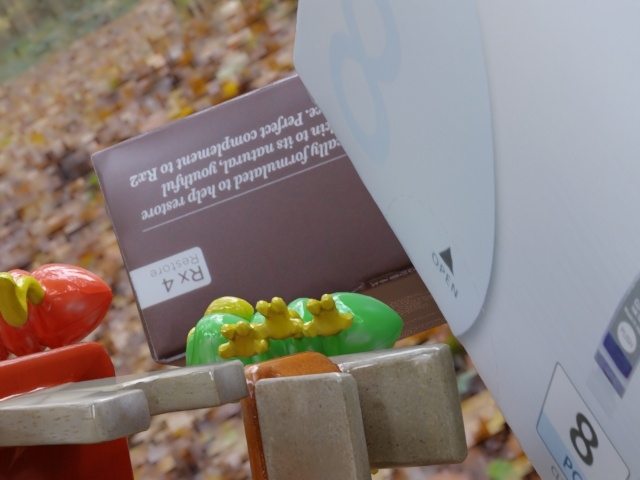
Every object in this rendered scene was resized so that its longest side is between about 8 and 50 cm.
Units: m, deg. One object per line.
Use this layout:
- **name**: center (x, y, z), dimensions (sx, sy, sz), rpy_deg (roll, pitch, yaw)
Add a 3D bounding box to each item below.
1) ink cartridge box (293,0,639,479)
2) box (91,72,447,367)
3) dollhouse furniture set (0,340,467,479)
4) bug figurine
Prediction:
- **ink cartridge box**: center (0.096, -0.093, 0.535), dimensions (0.091, 0.308, 0.385), rpy_deg (-18, -33, -16)
- **box**: center (0.000, 0.000, 1.079), dimensions (0.191, 0.143, 0.381), rpy_deg (-20, -7, 5)
- **dollhouse furniture set**: center (-0.071, 0.162, 0.483), dimensions (0.135, 0.259, 0.262), rpy_deg (-10, 0, 39)
- **bug figurine**: center (-0.059, 0.101, 0.693), dimensions (0.216, 0.279, 0.072), rpy_deg (-8, 35, 11)
